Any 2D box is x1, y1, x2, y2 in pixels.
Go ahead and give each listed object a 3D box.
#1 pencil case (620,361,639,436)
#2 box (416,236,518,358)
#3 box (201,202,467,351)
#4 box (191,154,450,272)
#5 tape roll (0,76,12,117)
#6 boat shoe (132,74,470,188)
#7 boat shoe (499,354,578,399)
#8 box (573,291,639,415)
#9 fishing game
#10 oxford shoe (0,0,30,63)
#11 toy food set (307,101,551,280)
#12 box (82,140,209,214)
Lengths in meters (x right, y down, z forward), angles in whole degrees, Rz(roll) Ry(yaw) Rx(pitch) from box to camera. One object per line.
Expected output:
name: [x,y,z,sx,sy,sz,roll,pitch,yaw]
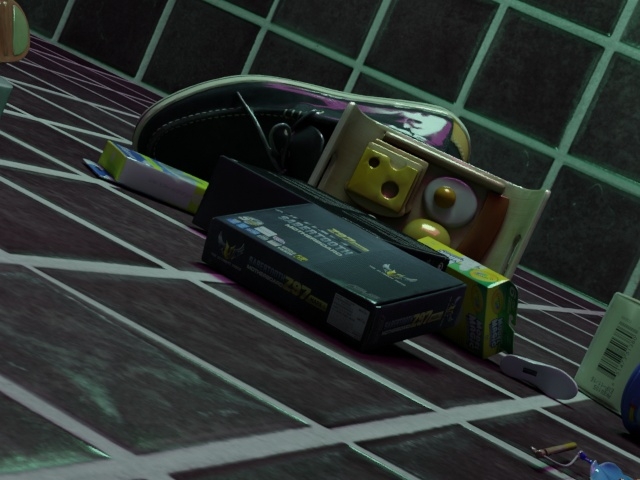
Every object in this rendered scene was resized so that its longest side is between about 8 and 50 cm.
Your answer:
pencil case: [0.494,0.222,1.704,0.306,0.133,0.119,27,-19,39]
box: [0.178,0.076,1.899,0.043,0.105,0.179,-19,31,-35]
box: [0.016,0.034,1.633,0.232,0.059,0.183,29,21,31]
box: [0.000,0.000,1.871,0.261,0.103,0.184,29,5,34]
tape roll: [-0.489,-0.199,1.824,0.219,0.072,0.219,23,6,-3]
boat shoe: [-0.029,-0.126,2.192,0.500,0.187,0.156,5,36,1]
boat shoe: [0.267,0.164,1.821,0.100,0.035,0.035,19,6,20]
box: [0.509,0.192,2.018,0.311,0.148,0.121,23,5,-32]
fishing game: [0.326,0.240,1.342,0.264,0.041,0.189,29,8,27]
oxford shoe: [-0.611,-0.312,2.271,0.146,0.140,0.397,-7,-4,26]
toy food set: [0.130,-0.034,2.047,0.306,0.220,0.092,25,-11,4]
box: [-0.220,-0.081,2.009,0.178,0.042,0.109,23,5,-26]
